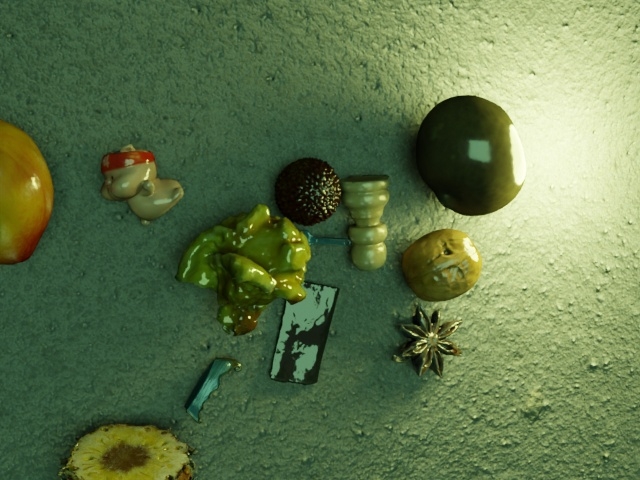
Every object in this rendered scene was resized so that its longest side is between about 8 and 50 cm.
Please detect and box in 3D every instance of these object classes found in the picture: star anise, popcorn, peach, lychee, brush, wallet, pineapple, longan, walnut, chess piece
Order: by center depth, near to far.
[{"bbox_3d":[-0.737,-0.108,1.623,0.289,0.289,0.308,-38,132,-11],"label":"peach"},{"bbox_3d":[-0.466,0.631,1.738,0.352,0.352,0.300,5,100,-18],"label":"pineapple"},{"bbox_3d":[-0.187,0.050,1.791,0.326,0.321,0.290,1,58,1],"label":"popcorn"},{"bbox_3d":[-0.029,-0.125,1.893,0.188,0.188,0.188,-2,95,-18],"label":"lychee"},{"bbox_3d":[0.000,0.000,1.959,0.164,0.014,0.051,3,97,7],"label":"brush"},{"bbox_3d":[0.411,-0.225,1.973,0.288,0.288,0.350,-40,113,-11],"label":"longan"},{"bbox_3d":[0.129,-0.045,1.976,0.143,0.143,0.260,-10,103,-17],"label":"chess piece"},{"bbox_3d":[-0.046,0.253,1.993,0.146,0.030,0.285,12,92,-21],"label":"wallet"},{"bbox_3d":[0.336,0.070,2.019,0.222,0.195,0.195,-21,101,-13],"label":"walnut"},{"bbox_3d":[0.296,0.293,2.077,0.262,0.081,0.230,-22,101,-26],"label":"star anise"}]

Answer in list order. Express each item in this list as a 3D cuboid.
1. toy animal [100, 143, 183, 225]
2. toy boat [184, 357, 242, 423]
[{"bbox_3d":[-0.445,-0.143,1.768,0.197,0.171,0.171,45,81,-18],"label":"toy animal"},{"bbox_3d":[-0.281,0.388,1.905,0.077,0.075,0.185,32,81,-15],"label":"toy boat"}]
